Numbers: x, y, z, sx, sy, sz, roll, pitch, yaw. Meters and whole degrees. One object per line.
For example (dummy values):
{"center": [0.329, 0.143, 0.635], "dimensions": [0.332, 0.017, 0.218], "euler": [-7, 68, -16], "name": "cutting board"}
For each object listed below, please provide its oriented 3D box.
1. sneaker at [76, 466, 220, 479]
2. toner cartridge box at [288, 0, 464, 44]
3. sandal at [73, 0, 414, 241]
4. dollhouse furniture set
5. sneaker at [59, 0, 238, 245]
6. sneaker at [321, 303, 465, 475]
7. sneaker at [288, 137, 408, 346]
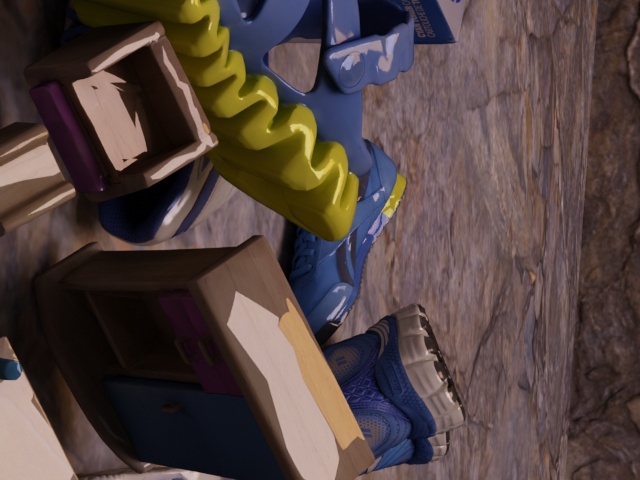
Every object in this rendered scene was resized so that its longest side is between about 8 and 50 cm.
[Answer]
{"center": [-0.111, 0.187, 1.106], "dimensions": [0.152, 0.058, 0.084], "euler": [10, 77, -67], "name": "sneaker"}
{"center": [-0.017, -0.241, 1.169], "dimensions": [0.348, 0.165, 0.075], "euler": [51, 46, -63], "name": "toner cartridge box"}
{"center": [-0.043, -0.135, 0.936], "dimensions": [0.138, 0.126, 0.317], "euler": [-54, 144, -12], "name": "sandal"}
{"center": [-0.180, 0.090, 0.883], "dimensions": [0.303, 0.198, 0.286], "euler": [-34, 107, -30], "name": "dollhouse furniture set"}
{"center": [-0.099, -0.135, 1.024], "dimensions": [0.131, 0.112, 0.296], "euler": [-52, 137, -51], "name": "sneaker"}
{"center": [0.024, 0.134, 1.440], "dimensions": [0.330, 0.147, 0.129], "euler": [86, -15, -76], "name": "sneaker"}
{"center": [0.000, 0.000, 1.438], "dimensions": [0.082, 0.069, 0.209], "euler": [42, 55, -25], "name": "sneaker"}
